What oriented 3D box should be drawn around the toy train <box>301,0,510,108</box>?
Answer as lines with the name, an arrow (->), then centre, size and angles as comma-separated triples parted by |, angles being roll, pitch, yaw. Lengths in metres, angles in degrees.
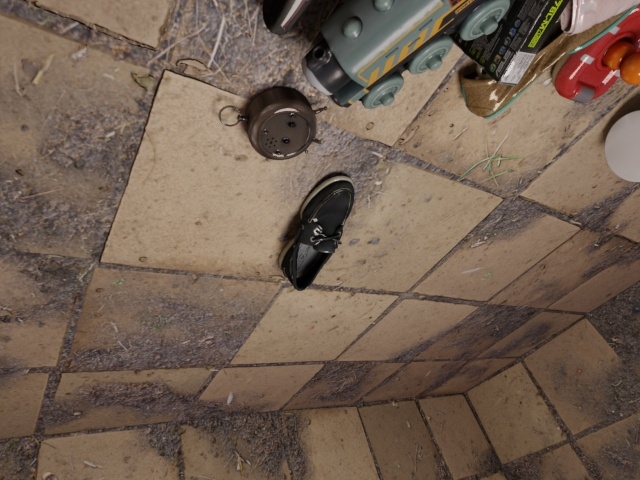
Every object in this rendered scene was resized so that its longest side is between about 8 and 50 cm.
toy train -> 0.122, -0.319, 0.591 | 0.334, 0.142, 0.190 | -31, 171, 26

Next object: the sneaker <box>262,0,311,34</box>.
sneaker -> 0.047, -0.388, 0.559 | 0.163, 0.106, 0.281 | 9, 133, -38

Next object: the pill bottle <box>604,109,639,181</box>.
pill bottle -> 0.959, -0.257, 1.053 | 0.408, 0.229, 0.229 | -9, 141, -16

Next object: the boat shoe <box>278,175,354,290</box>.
boat shoe -> -0.004, 0.000, 1.002 | 0.127, 0.113, 0.340 | 9, 133, -34

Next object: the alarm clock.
alarm clock -> -0.089, -0.210, 0.750 | 0.192, 0.064, 0.129 | 4, 136, -25

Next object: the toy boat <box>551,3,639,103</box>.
toy boat -> 0.593, -0.363, 0.810 | 0.151, 0.151, 0.231 | 2, 137, -28

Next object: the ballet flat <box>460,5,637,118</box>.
ballet flat -> 0.406, -0.378, 0.759 | 0.342, 0.116, 0.124 | -37, 120, 25

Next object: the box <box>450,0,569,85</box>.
box -> 0.285, -0.369, 0.628 | 0.045, 0.184, 0.190 | -2, 138, -22

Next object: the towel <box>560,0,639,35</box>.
towel -> 0.500, -0.511, 0.573 | 0.332, 0.053, 0.317 | -25, 132, 4
